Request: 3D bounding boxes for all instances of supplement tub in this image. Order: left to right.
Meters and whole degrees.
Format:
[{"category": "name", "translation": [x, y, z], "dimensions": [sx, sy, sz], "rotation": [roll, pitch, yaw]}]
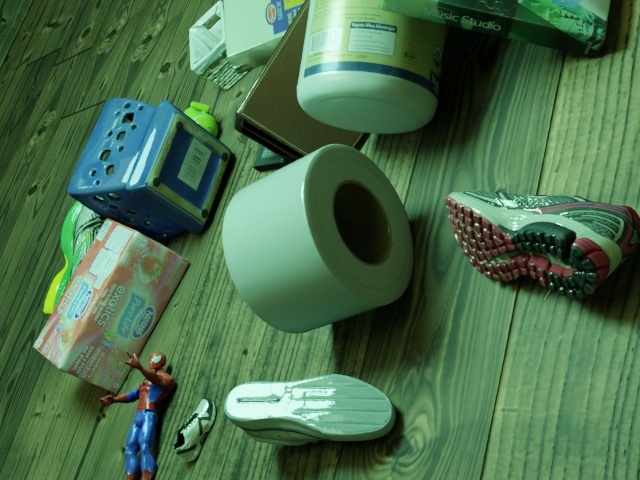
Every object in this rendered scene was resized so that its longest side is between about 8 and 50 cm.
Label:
[{"category": "supplement tub", "translation": [0.091, -0.352, 1.504], "dimensions": [0.228, 0.228, 0.316], "rotation": [-2, 76, 48]}]

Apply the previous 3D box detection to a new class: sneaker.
[{"category": "sneaker", "translation": [-0.482, 0.041, 2.022], "dimensions": [0.146, 0.134, 0.343], "rotation": [-8, 66, 38]}, {"category": "sneaker", "translation": [-0.210, 0.311, 1.550], "dimensions": [0.040, 0.044, 0.109], "rotation": [-5, 58, 50]}, {"category": "sneaker", "translation": [-0.008, 0.248, 1.332], "dimensions": [0.258, 0.091, 0.094], "rotation": [1, 57, 26]}, {"category": "sneaker", "translation": [0.274, -0.009, 1.196], "dimensions": [0.112, 0.121, 0.299], "rotation": [-35, 29, -21]}]

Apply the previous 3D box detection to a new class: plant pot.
[{"category": "plant pot", "translation": [-0.327, -0.143, 1.884], "dimensions": [0.212, 0.236, 0.236], "rotation": [1, 64, 42]}]

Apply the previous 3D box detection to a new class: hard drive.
[{"category": "hard drive", "translation": [-0.075, -0.200, 1.804], "dimensions": [0.094, 0.022, 0.135], "rotation": [-3, 61, 48]}]

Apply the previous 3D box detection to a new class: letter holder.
[{"category": "letter holder", "translation": [0.012, -0.287, 1.687], "dimensions": [0.302, 0.214, 0.152], "rotation": [-60, 4, -6]}]

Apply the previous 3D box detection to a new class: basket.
[{"category": "basket", "translation": [-0.219, -0.432, 2.081], "dimensions": [0.113, 0.103, 0.167], "rotation": [-36, 40, 26]}]

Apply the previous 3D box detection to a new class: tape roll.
[{"category": "tape roll", "translation": [0.000, 0.000, 1.375], "dimensions": [0.169, 0.246, 0.246], "rotation": [-23, 47, 38]}]

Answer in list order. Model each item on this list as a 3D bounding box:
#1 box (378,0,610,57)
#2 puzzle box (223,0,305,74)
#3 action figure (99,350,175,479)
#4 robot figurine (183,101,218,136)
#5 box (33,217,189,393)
[{"category": "box", "translation": [0.267, -0.408, 1.363], "dimensions": [0.322, 0.058, 0.232], "rotation": [13, 66, 5]}, {"category": "puzzle box", "translation": [-0.072, -0.529, 1.950], "dimensions": [0.272, 0.052, 0.409], "rotation": [-18, 46, 11]}, {"category": "action figure", "translation": [-0.335, 0.309, 1.623], "dimensions": [0.091, 0.139, 0.280], "rotation": [-20, 47, 38]}, {"category": "robot figurine", "translation": [-0.262, -0.250, 2.020], "dimensions": [0.115, 0.067, 0.101], "rotation": [52, 132, 53]}, {"category": "box", "translation": [-0.412, 0.126, 1.840], "dimensions": [0.154, 0.142, 0.300], "rotation": [18, 77, 53]}]
